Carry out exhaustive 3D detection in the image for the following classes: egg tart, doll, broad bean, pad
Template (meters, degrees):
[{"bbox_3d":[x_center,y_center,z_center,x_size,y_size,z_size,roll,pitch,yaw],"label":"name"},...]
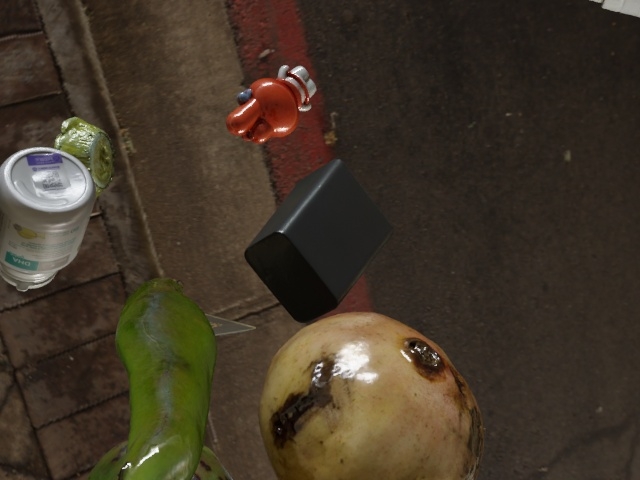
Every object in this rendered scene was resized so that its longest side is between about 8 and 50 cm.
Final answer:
[{"bbox_3d":[-0.499,-0.169,1.614,0.078,0.197,0.197,0,93,12],"label":"egg tart"},{"bbox_3d":[-0.124,-0.342,1.921,0.290,0.130,0.161,-46,118,-30],"label":"doll"},{"bbox_3d":[-0.114,0.103,0.537,0.075,0.325,0.067,-13,114,-1],"label":"broad bean"},{"bbox_3d":[-0.310,0.184,1.875,0.315,0.375,0.063,-3,94,-32],"label":"pad"}]

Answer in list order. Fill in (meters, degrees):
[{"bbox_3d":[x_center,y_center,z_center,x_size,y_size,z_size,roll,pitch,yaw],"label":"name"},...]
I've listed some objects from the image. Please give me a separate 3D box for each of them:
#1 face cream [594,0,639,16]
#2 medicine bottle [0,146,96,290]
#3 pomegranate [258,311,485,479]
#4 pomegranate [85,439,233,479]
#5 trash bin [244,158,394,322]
[{"bbox_3d":[0.378,-0.336,0.864,0.145,0.369,0.145,19,90,-76],"label":"face cream"},{"bbox_3d":[-0.418,-0.023,1.105,0.135,0.215,0.135,17,47,-18],"label":"medicine bottle"},{"bbox_3d":[0.066,0.251,1.025,0.322,0.322,0.322,-2,93,-32],"label":"pomegranate"},{"bbox_3d":[-0.237,0.383,0.968,0.306,0.242,0.242,-18,103,-57],"label":"pomegranate"},{"bbox_3d":[0.000,0.000,1.184,0.165,0.115,0.225,53,37,-12],"label":"trash bin"}]
